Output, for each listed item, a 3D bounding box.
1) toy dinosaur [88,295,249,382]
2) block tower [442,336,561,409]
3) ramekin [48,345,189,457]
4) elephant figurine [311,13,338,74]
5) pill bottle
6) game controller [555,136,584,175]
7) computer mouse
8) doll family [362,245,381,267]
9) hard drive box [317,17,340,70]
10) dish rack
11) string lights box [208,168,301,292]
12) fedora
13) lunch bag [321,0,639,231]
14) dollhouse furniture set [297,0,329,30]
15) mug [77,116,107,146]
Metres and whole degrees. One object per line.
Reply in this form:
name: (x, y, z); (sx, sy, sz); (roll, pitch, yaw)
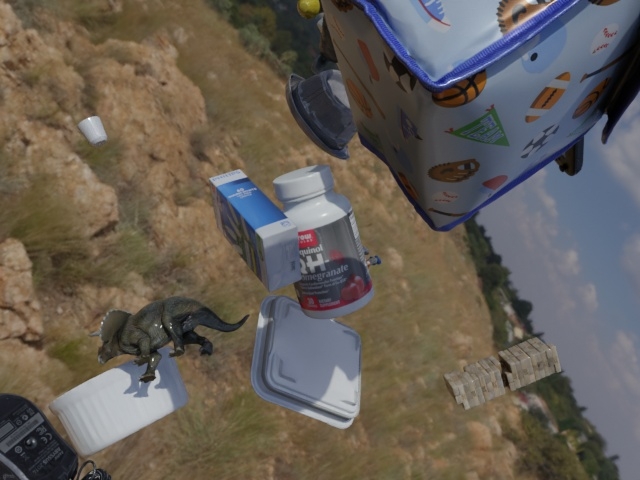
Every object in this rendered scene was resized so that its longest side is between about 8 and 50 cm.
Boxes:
toy dinosaur: (-0.299, 0.166, 1.108); (0.121, 0.313, 0.160); (75, -10, -55)
block tower: (0.552, 0.404, 1.764); (0.097, 0.335, 0.091); (-119, -171, -73)
ramekin: (-0.423, 0.352, 1.254); (0.135, 0.277, 0.277); (61, 14, 8)
elephant figurine: (0.128, -0.420, 1.181); (0.239, 0.169, 0.186); (23, -26, 4)
pill bottle: (0.000, 0.000, 1.294); (0.176, 0.176, 0.319); (-74, 149, -71)
game controller: (0.597, -0.296, 1.450); (0.166, 0.067, 0.319); (54, -1, 36)
computer mouse: (-0.524, 0.400, 1.032); (0.272, 0.072, 0.188); (52, 28, 1)
doll family: (0.073, 0.093, 2.031); (0.163, 0.263, 0.118); (-23, 81, -40)
hard drive box: (0.111, -0.503, 1.583); (0.181, 0.089, 0.232); (47, -3, 36)
dish rack: (-0.012, 0.296, 1.460); (0.332, 0.072, 0.286); (29, 48, -29)
string lights box: (-0.136, -0.027, 1.175); (0.259, 0.076, 0.133); (43, -34, 45)
fedora: (0.036, -0.332, 1.440); (0.275, 0.124, 0.244); (14, 51, -56)
lunch bag: (0.227, -0.223, 0.602); (0.239, 0.385, 0.328); (55, -3, 22)
dollhouse furniture set: (0.118, -0.338, 1.016); (0.198, 0.303, 0.286); (-51, 128, -58)
mug: (-0.591, -0.279, 1.515); (0.064, 0.062, 0.078); (59, -9, 2)
